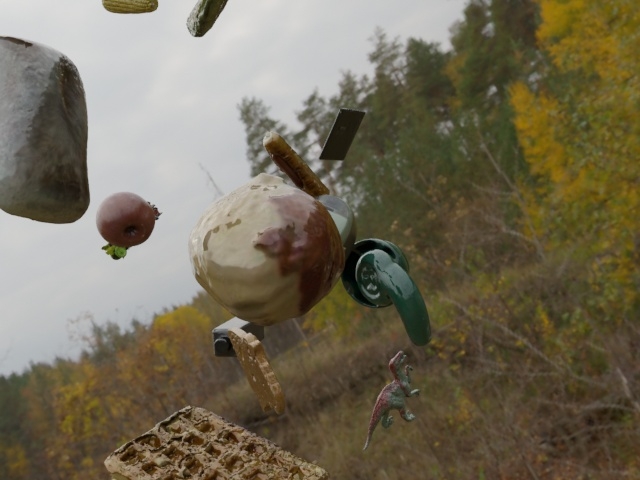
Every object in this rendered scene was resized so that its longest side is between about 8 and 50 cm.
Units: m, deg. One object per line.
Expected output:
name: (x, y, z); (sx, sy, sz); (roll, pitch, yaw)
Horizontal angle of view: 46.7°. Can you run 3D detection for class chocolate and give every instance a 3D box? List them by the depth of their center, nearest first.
chocolate: (-0.443, -0.182, 1.190); (0.101, 0.303, 0.185); (-11, -12, 27)

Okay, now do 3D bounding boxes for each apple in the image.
apple: (-0.513, -0.051, 1.957); (0.153, 0.153, 0.120); (-30, 38, -4)

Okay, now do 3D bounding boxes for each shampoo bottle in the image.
shampoo bottle: (-0.230, 0.264, 2.047); (0.080, 0.079, 0.246); (-3, 5, 15)

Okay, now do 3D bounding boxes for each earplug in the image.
earplug: (0.166, 0.095, 1.712); (0.280, 0.258, 0.163); (-47, -22, -68)

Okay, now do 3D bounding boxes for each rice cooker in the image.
rice cooker: (0.000, 0.000, 1.663); (0.206, 0.145, 0.127); (-63, -29, -8)

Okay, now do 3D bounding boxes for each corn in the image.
corn: (-0.566, -0.703, 2.187); (0.206, 0.067, 0.067); (11, 20, 29)

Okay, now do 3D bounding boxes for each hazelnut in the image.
hazelnut: (-0.089, 0.011, 1.188); (0.261, 0.241, 0.261); (-4, 2, 0)

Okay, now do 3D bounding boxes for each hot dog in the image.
hot dog: (-0.060, -0.160, 1.688); (0.066, 0.215, 0.047); (5, 55, 47)

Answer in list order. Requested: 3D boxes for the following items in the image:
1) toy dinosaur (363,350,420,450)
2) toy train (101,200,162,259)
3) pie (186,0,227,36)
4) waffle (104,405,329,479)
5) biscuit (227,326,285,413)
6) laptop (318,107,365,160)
toy dinosaur: (0.168, 0.420, 1.897); (0.242, 0.167, 0.053); (-43, 26, -12)
toy train: (-0.606, -0.037, 2.394); (0.053, 0.085, 0.249); (-24, 25, 44)
pie: (-0.259, -0.666, 1.936); (0.323, 0.071, 0.323); (-53, 14, 20)
waffle: (-0.165, 0.384, 1.171); (0.308, 0.091, 0.213); (16, 25, 33)
biscuit: (-0.127, 0.250, 1.468); (0.035, 0.250, 0.162); (-16, -52, -25)
laptop: (0.069, -0.333, 2.343); (0.129, 0.016, 0.180); (-4, -53, -49)
